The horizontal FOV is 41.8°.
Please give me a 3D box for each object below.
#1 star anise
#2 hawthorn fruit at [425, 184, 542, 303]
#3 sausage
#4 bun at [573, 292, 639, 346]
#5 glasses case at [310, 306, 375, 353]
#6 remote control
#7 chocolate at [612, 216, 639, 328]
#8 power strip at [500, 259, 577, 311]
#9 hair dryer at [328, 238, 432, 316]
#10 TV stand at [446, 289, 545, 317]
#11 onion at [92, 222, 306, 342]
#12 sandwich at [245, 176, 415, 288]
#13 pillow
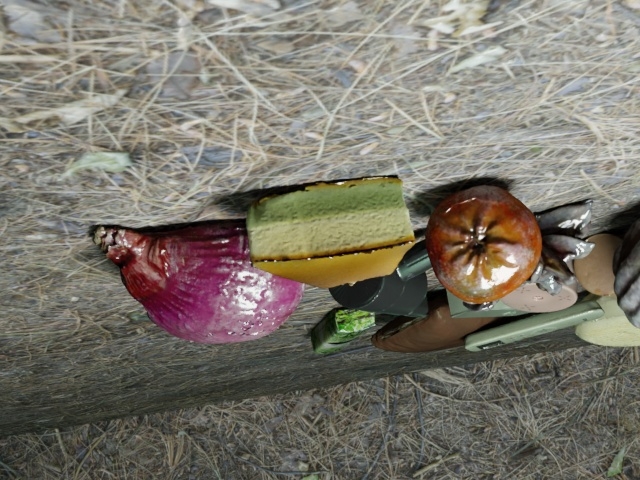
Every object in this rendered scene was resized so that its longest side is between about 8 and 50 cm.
[{"bbox_3d":[0.346,0.038,1.385,0.283,0.129,0.212,-19,165,-18],"label":"star anise"},{"bbox_3d":[0.235,0.005,1.205,0.173,0.172,0.173,-8,164,-2],"label":"hawthorn fruit"},{"bbox_3d":[0.617,0.054,1.637,0.253,0.123,0.123,6,158,-41],"label":"sausage"},{"bbox_3d":[0.776,0.176,2.104,0.288,0.146,0.287,3,155,2],"label":"bun"},{"bbox_3d":[0.050,0.217,2.013,0.095,0.062,0.272,-4,164,-14],"label":"glasses case"},{"bbox_3d":[0.467,0.190,1.848,0.310,0.038,0.090,-19,160,20],"label":"remote control"},{"bbox_3d":[0.605,0.046,1.408,0.213,0.303,0.303,2,172,35],"label":"chocolate"},{"bbox_3d":[0.429,0.082,1.656,0.154,0.078,0.154,5,154,2],"label":"power strip"},{"bbox_3d":[0.194,0.034,1.417,0.303,0.116,0.244,-26,160,28],"label":"hair dryer"},{"bbox_3d":[0.399,0.116,1.801,0.270,0.088,0.083,3,161,-32],"label":"TV stand"},{"bbox_3d":[-0.178,0.074,1.239,0.349,0.159,0.267,4,157,-40],"label":"onion"},{"bbox_3d":[0.000,0.000,1.157,0.220,0.108,0.186,-7,163,-11],"label":"sandwich"},{"bbox_3d":[0.318,0.191,1.977,0.306,0.108,0.308,-2,161,-27],"label":"pillow"}]
